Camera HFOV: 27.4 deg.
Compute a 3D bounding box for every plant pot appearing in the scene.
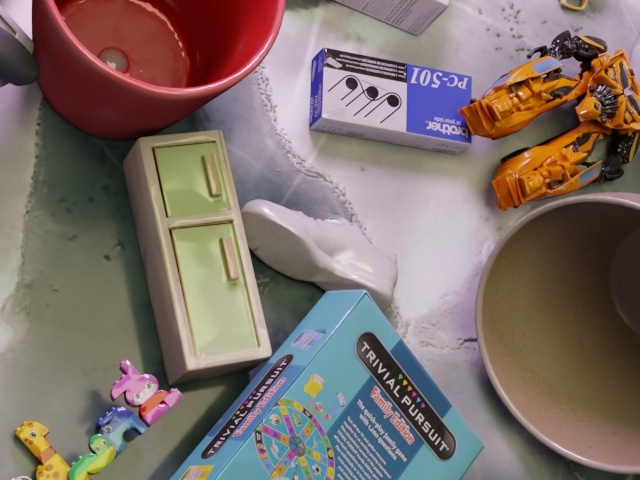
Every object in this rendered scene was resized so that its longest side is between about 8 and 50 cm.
[{"bbox_3d":[-0.203,-0.241,1.456,0.275,0.243,0.275,7,71,-21],"label":"plant pot"}]

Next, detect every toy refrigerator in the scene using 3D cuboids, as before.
[{"bbox_3d":[-0.140,0.017,1.482,0.102,0.094,0.269,-7,75,-24],"label":"toy refrigerator"}]

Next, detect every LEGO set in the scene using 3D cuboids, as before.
[{"bbox_3d":[-0.264,0.210,1.377,0.227,0.087,0.093,-42,88,-21],"label":"LEGO set"}]

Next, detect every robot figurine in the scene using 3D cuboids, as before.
[{"bbox_3d":[0.321,-0.157,1.714,0.291,0.085,0.211,-27,97,-32],"label":"robot figurine"}]

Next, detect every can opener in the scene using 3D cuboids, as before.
[{"bbox_3d":[-0.389,-0.270,1.334,0.283,0.095,0.076,50,63,-31],"label":"can opener"}]

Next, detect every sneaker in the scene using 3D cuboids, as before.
[{"bbox_3d":[0.000,0.000,1.564,0.212,0.080,0.094,32,52,-17],"label":"sneaker"}]

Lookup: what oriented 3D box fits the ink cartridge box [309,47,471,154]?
[{"bbox_3d":[0.090,-0.175,1.664,0.207,0.046,0.097,9,71,-20],"label":"ink cartridge box"}]

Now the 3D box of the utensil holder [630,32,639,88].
[{"bbox_3d":[0.641,-0.262,1.725,0.328,0.385,0.327,6,71,-20],"label":"utensil holder"}]

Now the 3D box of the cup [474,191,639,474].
[{"bbox_3d":[0.387,0.081,1.578,0.237,0.331,0.331,-24,82,-51],"label":"cup"}]

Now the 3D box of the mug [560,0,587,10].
[{"bbox_3d":[0.363,-0.369,1.840,0.064,0.078,0.062,12,36,-27],"label":"mug"}]

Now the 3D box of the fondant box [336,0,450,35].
[{"bbox_3d":[0.026,-0.442,1.698,0.330,0.096,0.238,21,66,-16],"label":"fondant box"}]

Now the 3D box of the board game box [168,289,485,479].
[{"bbox_3d":[0.002,0.260,1.427,0.336,0.079,0.254,-49,115,-28],"label":"board game box"}]
